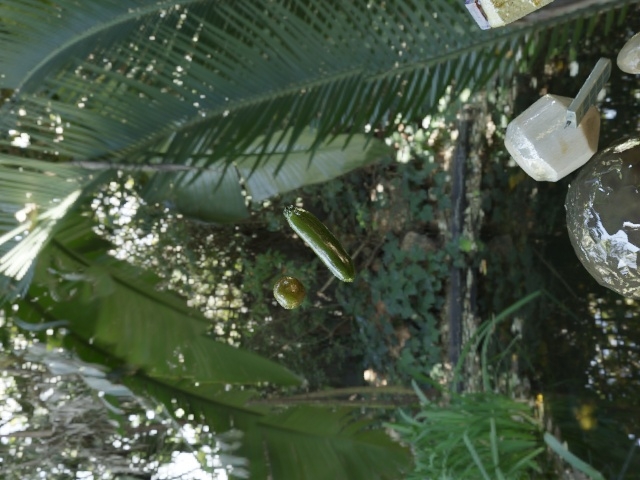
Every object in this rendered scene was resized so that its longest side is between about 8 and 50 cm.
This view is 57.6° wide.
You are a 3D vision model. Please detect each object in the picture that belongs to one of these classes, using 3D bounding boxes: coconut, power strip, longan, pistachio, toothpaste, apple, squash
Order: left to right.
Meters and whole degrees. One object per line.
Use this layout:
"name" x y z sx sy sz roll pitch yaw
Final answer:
"apple" -0.082 0.136 1.532 0.074 0.090 0.089 -45 -25 -20
"squash" 0.000 0.000 1.448 0.258 0.069 0.069 47 174 14
"toothpaste" 0.589 -0.846 2.153 0.196 0.040 0.047 17 -90 -55
"coconut" 0.698 -0.311 1.724 0.237 0.266 0.237 50 -172 -9
"power strip" 0.708 -0.385 1.542 0.226 0.029 0.080 -55 -32 -8
"pistachio" 0.981 -0.563 1.710 0.226 0.136 0.135 163 107 -69
"longan" 0.739 -0.048 1.279 0.391 0.392 0.390 -2 -90 -86

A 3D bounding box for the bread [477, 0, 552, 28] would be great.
"bread" 0.417 -0.630 1.281 0.263 0.236 0.198 61 -172 -14
